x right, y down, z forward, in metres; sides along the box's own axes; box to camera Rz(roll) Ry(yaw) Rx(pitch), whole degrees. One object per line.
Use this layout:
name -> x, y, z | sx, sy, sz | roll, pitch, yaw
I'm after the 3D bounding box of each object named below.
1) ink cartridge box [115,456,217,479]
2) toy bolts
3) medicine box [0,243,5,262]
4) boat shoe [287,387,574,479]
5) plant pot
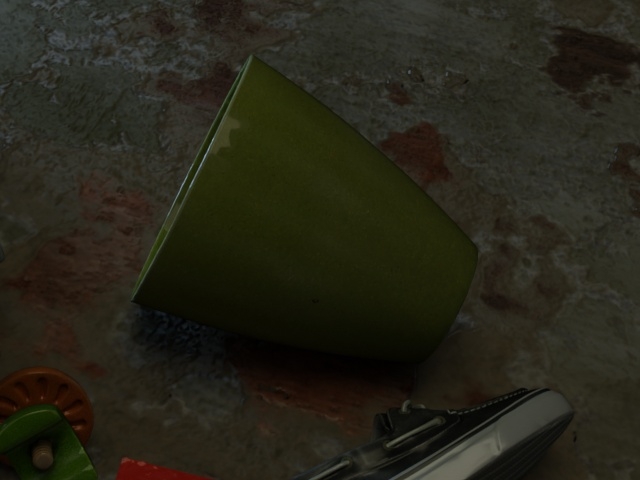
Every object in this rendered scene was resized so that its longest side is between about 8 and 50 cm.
ink cartridge box -> -0.134, 0.271, 1.354 | 0.145, 0.045, 0.179 | 14, 47, 2
toy bolts -> -0.335, 0.140, 1.357 | 0.218, 0.228, 0.158 | -26, 25, -6
medicine box -> -0.453, -0.032, 1.286 | 0.263, 0.149, 0.289 | -24, 26, -23
boat shoe -> 0.087, 0.204, 1.405 | 0.335, 0.121, 0.119 | -24, 59, -28
plant pot -> 0.000, 0.000, 1.521 | 0.294, 0.274, 0.274 | 26, 44, -7
